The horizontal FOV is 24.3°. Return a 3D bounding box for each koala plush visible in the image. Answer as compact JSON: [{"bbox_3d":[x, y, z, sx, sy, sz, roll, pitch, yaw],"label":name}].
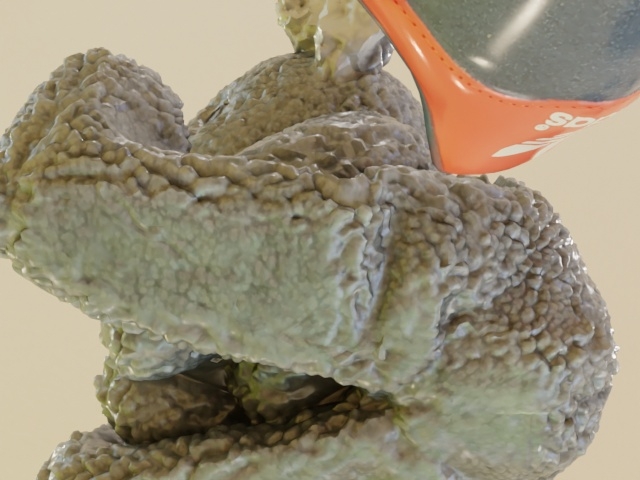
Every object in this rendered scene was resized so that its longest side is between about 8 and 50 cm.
[{"bbox_3d":[0.000,0.000,0.566,0.203,0.196,0.221,1,-150,2],"label":"koala plush"}]

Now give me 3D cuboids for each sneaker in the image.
[{"bbox_3d":[-0.021,-0.165,0.411,0.131,0.148,0.350,-17,-118,-31],"label":"sneaker"}]
